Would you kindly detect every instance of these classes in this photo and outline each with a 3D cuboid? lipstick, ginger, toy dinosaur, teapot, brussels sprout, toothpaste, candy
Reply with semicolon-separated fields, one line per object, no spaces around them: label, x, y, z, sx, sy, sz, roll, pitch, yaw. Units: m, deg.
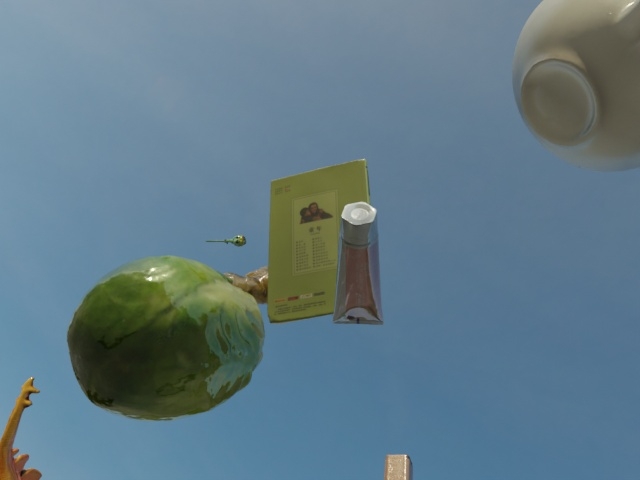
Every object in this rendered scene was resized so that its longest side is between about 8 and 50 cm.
lipstick;0.125;0.423;0.931;0.045;0.145;0.045;-6;-52;15
ginger;-0.077;0.119;1.317;0.333;0.148;0.081;13;-73;8
toy dinosaur;-0.332;0.287;0.593;0.070;0.288;0.117;10;-17;5
teapot;0.206;-0.122;0.414;0.145;0.092;0.226;51;-23;15
brussels sprout;-0.147;0.093;0.563;0.144;0.180;0.161;-12;-83;60
toothpaste;0.046;0.040;0.688;0.067;0.043;0.194;0;-46;3
candy;-0.185;0.002;1.120;0.083;0.025;0.023;-1;-24;10

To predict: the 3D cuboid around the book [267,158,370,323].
book;0.000;0.000;1.246;0.239;0.352;0.035;-11;-28;20
